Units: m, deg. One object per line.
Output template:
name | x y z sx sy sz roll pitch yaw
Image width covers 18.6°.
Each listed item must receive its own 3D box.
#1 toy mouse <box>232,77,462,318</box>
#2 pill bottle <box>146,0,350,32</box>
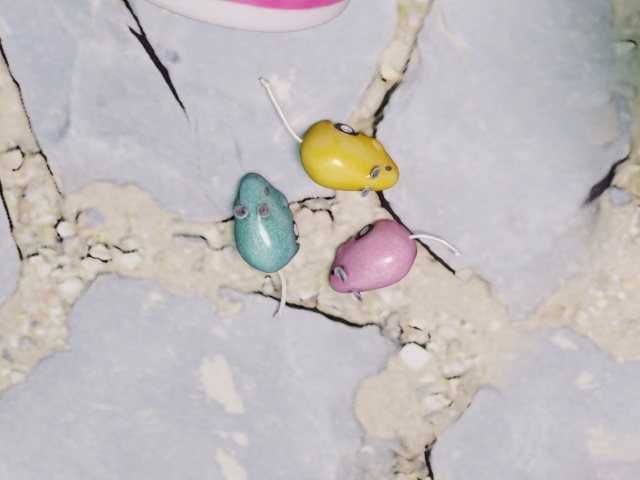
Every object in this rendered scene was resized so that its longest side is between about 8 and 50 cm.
toy mouse | 0.000 0.000 1.195 0.161 0.031 0.143 28 117 -7
pill bottle | -0.022 -0.263 0.990 0.160 0.160 0.283 17 118 -2
